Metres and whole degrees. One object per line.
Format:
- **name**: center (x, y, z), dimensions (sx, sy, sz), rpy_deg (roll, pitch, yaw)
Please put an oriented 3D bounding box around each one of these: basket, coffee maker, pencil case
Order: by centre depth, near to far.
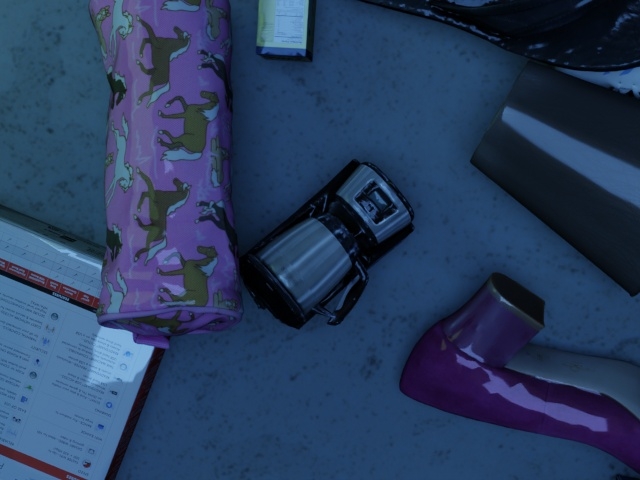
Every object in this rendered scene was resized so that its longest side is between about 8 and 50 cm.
- **pencil case**: center (-0.166, -0.085, 1.261), dimensions (0.160, 0.167, 0.386), rpy_deg (-6, 77, 7)
- **basket**: center (0.289, -0.082, 1.274), dimensions (0.227, 0.154, 0.204), rpy_deg (30, 100, 5)
- **coffee maker**: center (0.000, 0.000, 1.313), dimensions (0.178, 0.171, 0.120), rpy_deg (-40, 114, -14)

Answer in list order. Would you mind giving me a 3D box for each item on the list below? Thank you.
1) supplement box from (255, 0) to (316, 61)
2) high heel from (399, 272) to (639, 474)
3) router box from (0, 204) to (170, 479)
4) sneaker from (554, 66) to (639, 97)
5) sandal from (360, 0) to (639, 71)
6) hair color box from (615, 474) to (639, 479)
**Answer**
- **supplement box**: center (-0.037, -0.244, 1.315), dimensions (0.056, 0.083, 0.083), rpy_deg (4, 95, 5)
- **high heel**: center (0.278, 0.205, 1.335), dimensions (0.377, 0.127, 0.181), rpy_deg (40, 118, 0)
- **router box**: center (-0.364, 0.128, 1.377), dimensions (0.335, 0.082, 0.301), rpy_deg (23, 97, 2)
- **sneaker**: center (0.372, -0.172, 1.286), dimensions (0.237, 0.085, 0.086), rpy_deg (7, 85, 5)
- **sandal**: center (0.191, -0.281, 1.240), dimensions (0.445, 0.107, 0.168), rpy_deg (12, 94, 16)
- **hair color box**: center (0.491, 0.391, 1.318), dimensions (0.347, 0.105, 0.174), rpy_deg (11, 96, 3)
